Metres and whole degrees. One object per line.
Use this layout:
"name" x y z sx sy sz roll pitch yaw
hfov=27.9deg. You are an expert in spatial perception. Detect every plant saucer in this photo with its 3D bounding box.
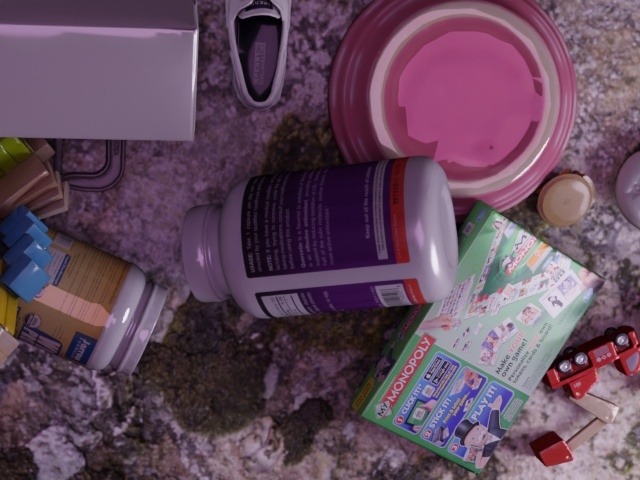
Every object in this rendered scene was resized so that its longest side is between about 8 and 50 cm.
"plant saucer" 0.178 -0.184 1.670 0.332 0.084 0.332 -1 97 -7

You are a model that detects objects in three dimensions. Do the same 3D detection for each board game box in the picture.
"board game box" 0.209 0.132 1.696 0.213 0.046 0.317 30 95 -26

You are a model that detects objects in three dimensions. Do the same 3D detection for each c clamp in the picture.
"c clamp" -0.317 -0.124 1.649 0.137 0.022 0.160 7 97 -7

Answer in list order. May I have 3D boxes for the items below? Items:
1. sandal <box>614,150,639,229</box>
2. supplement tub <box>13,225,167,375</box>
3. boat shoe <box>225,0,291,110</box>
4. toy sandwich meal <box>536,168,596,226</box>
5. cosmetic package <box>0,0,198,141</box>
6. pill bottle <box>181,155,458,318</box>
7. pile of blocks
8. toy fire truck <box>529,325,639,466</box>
"sandal" 0.597 -0.018 1.739 0.416 0.102 0.169 25 79 3
"supplement tub" -0.307 0.076 1.614 0.200 0.144 0.144 24 94 -9
"boat shoe" -0.074 -0.293 1.625 0.095 0.084 0.258 -6 98 -6
"toy sandwich meal" 0.327 -0.059 1.726 0.086 0.029 0.085 -5 116 -10
"cosmetic package" -0.330 -0.227 1.531 0.366 0.197 0.155 2 120 -6
"pill bottle" 0.000 0.000 1.598 0.323 0.181 0.181 -6 98 15
"pile of blocks" -0.386 -0.033 1.505 0.149 0.362 0.112 -19 143 13
"toy fire truck" 0.364 0.212 1.760 0.192 0.047 0.135 -24 100 -4
